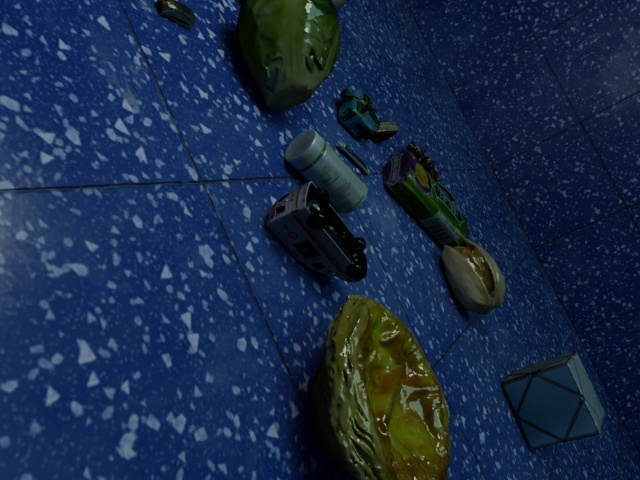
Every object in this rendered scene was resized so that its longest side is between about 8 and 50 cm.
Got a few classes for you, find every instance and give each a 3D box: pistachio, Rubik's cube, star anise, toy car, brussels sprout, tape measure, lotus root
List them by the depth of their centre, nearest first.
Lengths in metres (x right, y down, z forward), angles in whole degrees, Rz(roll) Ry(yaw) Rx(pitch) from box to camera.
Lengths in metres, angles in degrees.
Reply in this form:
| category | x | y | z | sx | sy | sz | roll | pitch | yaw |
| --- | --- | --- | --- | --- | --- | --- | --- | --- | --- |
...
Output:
| category | x | y | z | sx | sy | sz | roll | pitch | yaw |
| --- | --- | --- | --- | --- | --- | --- | --- | --- | --- |
| toy car | 0.000 | 0.000 | 0.972 | 0.210 | 0.108 | 0.089 | 50 | 28 | -30 |
| lotus root | -0.260 | -0.420 | 0.988 | 0.083 | 0.030 | 0.038 | 5 | 60 | -59 |
| brussels sprout | -0.064 | -0.411 | 1.130 | 0.219 | 0.209 | 0.272 | 46 | 41 | -70 |
| tape measure | 0.106 | -0.350 | 1.482 | 0.146 | 0.080 | 0.125 | 39 | 38 | -37 |
| pistachio | 0.442 | 0.103 | 1.575 | 0.157 | 0.157 | 0.230 | 5 | 56 | -58 |
| Rubik's cube | 0.683 | 0.463 | 1.581 | 0.207 | 0.204 | 0.205 | 4 | 62 | -59 |
| star anise | 0.357 | -0.232 | 1.789 | 0.234 | 0.073 | 0.177 | 53 | 16 | 19 |

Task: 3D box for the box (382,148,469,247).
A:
| category | x | y | z | sx | sy | sz | roll | pitch | yaw |
| --- | --- | --- | --- | --- | --- | --- | --- | --- | --- |
| box | 0.318 | -0.112 | 1.608 | 0.345 | 0.097 | 0.134 | 40 | 43 | -35 |

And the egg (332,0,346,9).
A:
| category | x | y | z | sx | sy | sz | roll | pitch | yaw |
| --- | --- | --- | --- | --- | --- | --- | --- | --- | --- |
| egg | -0.039 | -0.734 | 1.484 | 0.271 | 0.206 | 0.162 | 43 | 64 | -14 |

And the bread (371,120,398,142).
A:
| category | x | y | z | sx | sy | sz | roll | pitch | yaw |
| --- | --- | --- | --- | --- | --- | --- | --- | --- | --- |
| bread | 0.171 | -0.318 | 1.597 | 0.108 | 0.062 | 0.043 | -3 | 57 | -13 |

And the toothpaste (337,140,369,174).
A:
| category | x | y | z | sx | sy | sz | roll | pitch | yaw |
| --- | --- | --- | --- | --- | --- | --- | --- | --- | --- |
| toothpaste | 0.084 | -0.215 | 1.389 | 0.140 | 0.021 | 0.037 | 35 | 37 | -43 |

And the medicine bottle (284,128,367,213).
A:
| category | x | y | z | sx | sy | sz | roll | pitch | yaw |
| --- | --- | --- | --- | --- | --- | --- | --- | --- | --- |
| medicine bottle | 0.015 | -0.142 | 1.139 | 0.183 | 0.086 | 0.086 | 42 | 34 | -32 |

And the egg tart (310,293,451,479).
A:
| category | x | y | z | sx | sy | sz | roll | pitch | yaw |
| --- | --- | --- | --- | --- | --- | --- | --- | --- | --- |
| egg tart | 0.085 | 0.256 | 0.848 | 0.341 | 0.132 | 0.342 | 39 | 37 | -37 |
